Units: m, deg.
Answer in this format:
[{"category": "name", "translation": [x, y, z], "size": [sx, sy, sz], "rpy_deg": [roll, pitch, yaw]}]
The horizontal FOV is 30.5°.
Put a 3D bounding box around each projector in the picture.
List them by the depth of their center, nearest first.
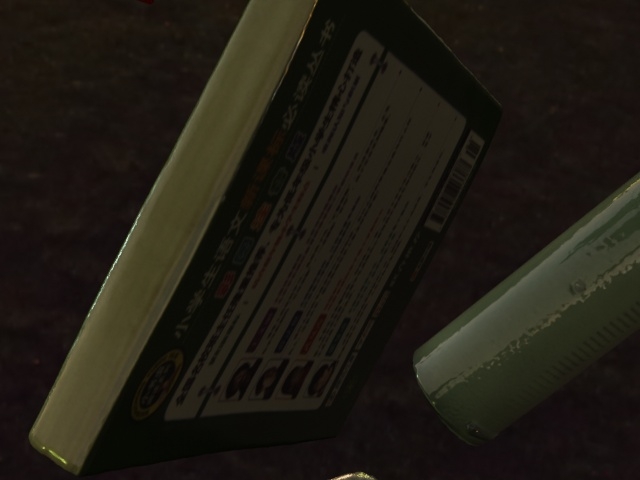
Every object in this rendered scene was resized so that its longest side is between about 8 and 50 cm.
[{"category": "projector", "translation": [0.233, 0.041, 1.000], "size": [0.108, 0.337, 0.108], "rpy_deg": [40, 23, -21]}]

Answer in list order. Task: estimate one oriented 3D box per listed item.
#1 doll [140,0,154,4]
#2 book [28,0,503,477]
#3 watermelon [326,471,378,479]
[{"category": "doll", "translation": [-0.144, -0.232, 0.737], "size": [0.106, 0.134, 0.186], "rpy_deg": [-23, 48, -6]}, {"category": "book", "translation": [0.000, 0.000, 0.507], "size": [0.027, 0.202, 0.264], "rpy_deg": [30, 5, 21]}, {"category": "watermelon", "translation": [0.009, 0.287, 0.794], "size": [0.387, 0.228, 0.258], "rpy_deg": [-8, 59, 23]}]
